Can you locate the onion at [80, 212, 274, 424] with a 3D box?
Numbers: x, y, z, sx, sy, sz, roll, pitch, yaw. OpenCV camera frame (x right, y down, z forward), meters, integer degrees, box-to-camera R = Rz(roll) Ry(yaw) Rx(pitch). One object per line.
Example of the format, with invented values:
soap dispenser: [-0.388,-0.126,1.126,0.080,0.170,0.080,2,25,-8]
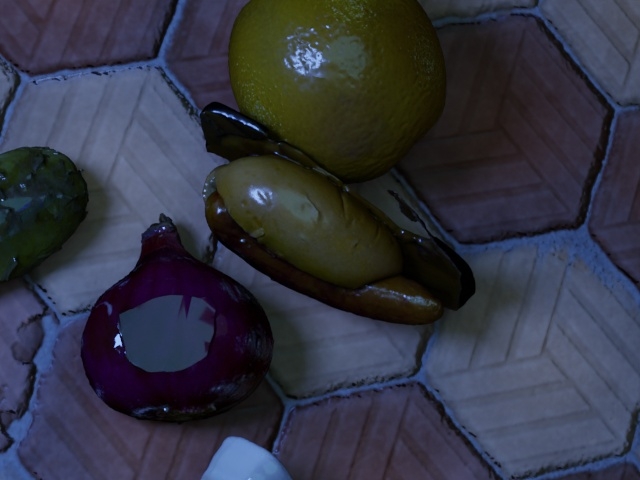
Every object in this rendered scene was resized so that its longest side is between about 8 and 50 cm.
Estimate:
onion: [-0.145,0.071,1.898,0.195,0.140,0.218,-4,75,-8]

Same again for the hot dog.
hot dog: [-0.003,0.001,1.912,0.326,0.194,0.107,29,73,6]

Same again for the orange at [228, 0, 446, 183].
orange: [0.017,-0.176,1.944,0.236,0.236,0.236,3,77,-13]

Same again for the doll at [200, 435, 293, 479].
doll: [-0.143,0.391,1.813,0.348,0.161,0.423,25,77,-21]

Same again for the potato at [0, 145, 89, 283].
potato: [-0.332,-0.013,1.886,0.225,0.090,0.117,-32,86,-19]
